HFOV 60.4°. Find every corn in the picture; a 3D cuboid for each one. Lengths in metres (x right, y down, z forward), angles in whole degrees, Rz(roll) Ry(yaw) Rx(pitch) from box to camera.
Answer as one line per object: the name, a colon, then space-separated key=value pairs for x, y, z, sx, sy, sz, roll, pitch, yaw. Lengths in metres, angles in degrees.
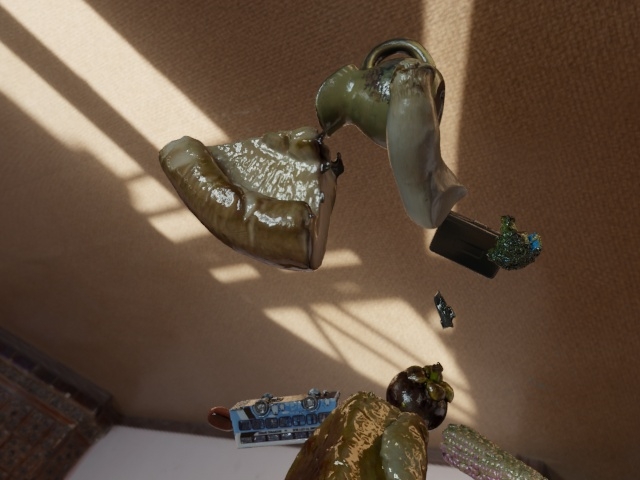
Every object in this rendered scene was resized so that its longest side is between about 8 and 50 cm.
corn: x=0.458 y=0.608 z=1.481 sx=0.127 sy=0.126 sz=0.335 roll=58 pitch=161 yaw=-24

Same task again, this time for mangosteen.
mangosteen: x=0.300 y=0.450 z=1.614 sx=0.192 sy=0.192 sz=0.217 roll=34 pitch=117 yaw=-1

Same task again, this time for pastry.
pastry: x=0.018 y=0.256 z=0.537 sx=0.100 sy=0.218 sz=0.229 roll=31 pitch=136 yaw=-1

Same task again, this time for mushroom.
mushroom: x=-0.170 y=-0.086 z=1.193 sx=0.397 sy=0.314 sz=0.224 roll=4 pitch=154 yaw=12
mushroom: x=0.234 y=-0.221 z=1.291 sx=0.126 sy=0.177 sz=0.397 roll=24 pitch=148 yaw=45

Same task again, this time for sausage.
sausage: x=-0.277 y=0.508 z=1.567 sx=0.094 sy=0.054 sz=0.059 roll=16 pitch=96 yaw=12

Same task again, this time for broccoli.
broccoli: x=0.530 y=0.003 z=1.516 sx=0.167 sy=0.160 sz=0.154 roll=4 pitch=166 yaw=-32

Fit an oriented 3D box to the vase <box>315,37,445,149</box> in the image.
vase: x=0.178 y=-0.401 z=1.461 sx=0.302 sy=0.330 sz=0.241 roll=14 pitch=162 yaw=21

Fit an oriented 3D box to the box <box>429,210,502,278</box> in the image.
box: x=0.471 y=0.014 z=1.740 sx=0.230 sy=0.050 sz=0.160 roll=27 pitch=129 yaw=14

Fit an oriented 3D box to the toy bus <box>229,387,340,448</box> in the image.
toy bus: x=-0.091 y=0.486 z=1.509 sx=0.297 sy=0.106 sz=0.131 roll=-7 pitch=86 yaw=8

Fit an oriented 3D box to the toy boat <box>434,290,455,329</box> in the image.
toy boat: x=0.444 y=0.246 z=1.975 sx=0.060 sy=0.055 sz=0.141 roll=-22 pitch=71 yaw=16
